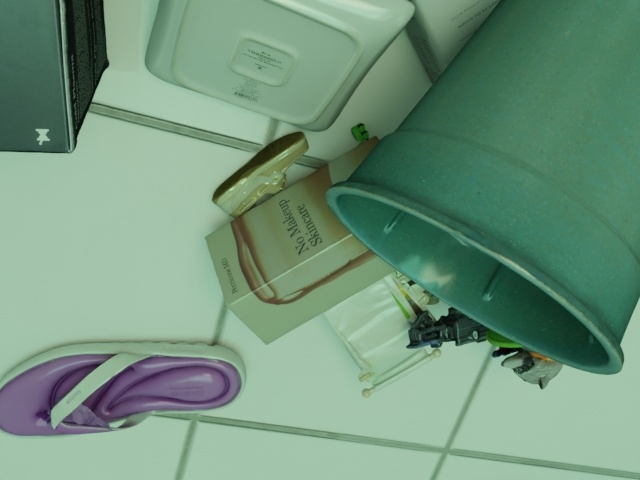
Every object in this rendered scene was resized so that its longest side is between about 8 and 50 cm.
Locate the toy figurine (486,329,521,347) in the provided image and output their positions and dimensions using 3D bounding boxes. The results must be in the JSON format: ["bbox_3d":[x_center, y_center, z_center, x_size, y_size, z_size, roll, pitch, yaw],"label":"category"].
[{"bbox_3d":[0.290,0.041,0.858,0.173,0.130,0.159,-18,96,-21],"label":"toy figurine"}]

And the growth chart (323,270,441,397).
[{"bbox_3d":[0.099,0.128,0.988,0.171,0.021,0.237,-26,111,3],"label":"growth chart"}]

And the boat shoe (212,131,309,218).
[{"bbox_3d":[-0.080,-0.094,0.921,0.170,0.063,0.059,-34,118,16],"label":"boat shoe"}]

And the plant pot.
[{"bbox_3d":[0.236,-0.091,0.677,0.341,0.341,0.334,37,81,-22],"label":"plant pot"}]

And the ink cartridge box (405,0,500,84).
[{"bbox_3d":[0.274,-0.329,0.831,0.309,0.130,0.272,-32,123,5],"label":"ink cartridge box"}]

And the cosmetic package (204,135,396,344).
[{"bbox_3d":[0.000,0.000,0.906,0.296,0.153,0.129,-32,139,3],"label":"cosmetic package"}]

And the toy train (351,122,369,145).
[{"bbox_3d":[0.072,-0.140,0.948,0.023,0.017,0.083,-25,116,12],"label":"toy train"}]

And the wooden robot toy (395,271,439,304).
[{"bbox_3d":[0.143,0.069,1.028,0.173,0.076,0.079,-9,104,-6],"label":"wooden robot toy"}]

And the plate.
[{"bbox_3d":[-0.068,-0.235,0.770,0.277,0.045,0.278,16,154,-17],"label":"plate"}]

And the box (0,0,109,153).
[{"bbox_3d":[-0.414,-0.232,0.643,0.342,0.313,0.179,-1,121,-13],"label":"box"}]

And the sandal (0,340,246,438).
[{"bbox_3d":[-0.328,0.247,1.001,0.415,0.102,0.170,-10,115,-5],"label":"sandal"}]

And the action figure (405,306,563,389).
[{"bbox_3d":[0.297,0.076,0.962,0.341,0.178,0.331,-18,100,-30],"label":"action figure"}]
